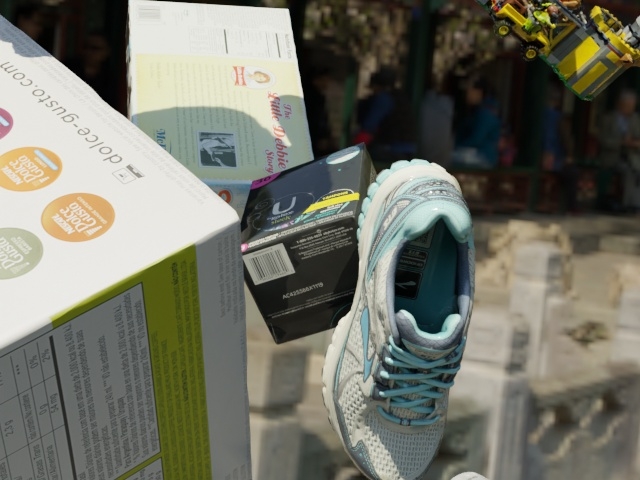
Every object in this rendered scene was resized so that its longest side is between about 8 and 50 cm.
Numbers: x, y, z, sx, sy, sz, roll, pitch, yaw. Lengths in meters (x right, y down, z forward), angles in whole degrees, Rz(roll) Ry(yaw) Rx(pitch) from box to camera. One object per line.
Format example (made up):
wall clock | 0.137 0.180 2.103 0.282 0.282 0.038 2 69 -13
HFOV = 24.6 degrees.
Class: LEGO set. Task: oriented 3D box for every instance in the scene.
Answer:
LEGO set | 0.238 -0.310 1.385 0.255 0.192 0.331 40 25 -17

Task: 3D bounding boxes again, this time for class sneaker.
sneaker | 0.068 0.082 1.197 0.110 0.283 0.122 0 16 -11

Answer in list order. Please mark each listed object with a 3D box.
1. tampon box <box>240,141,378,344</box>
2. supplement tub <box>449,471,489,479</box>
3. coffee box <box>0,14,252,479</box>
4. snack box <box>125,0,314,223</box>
tampon box | 0.000 0.000 1.348 0.120 0.101 0.161 -18 24 13
supplement tub | 0.211 0.343 1.595 0.190 0.117 0.117 27 16 33
coffee box | -0.284 0.090 1.126 0.334 0.338 0.338 -29 49 -29
snack box | -0.113 -0.144 1.574 0.187 0.060 0.322 2 42 -10
